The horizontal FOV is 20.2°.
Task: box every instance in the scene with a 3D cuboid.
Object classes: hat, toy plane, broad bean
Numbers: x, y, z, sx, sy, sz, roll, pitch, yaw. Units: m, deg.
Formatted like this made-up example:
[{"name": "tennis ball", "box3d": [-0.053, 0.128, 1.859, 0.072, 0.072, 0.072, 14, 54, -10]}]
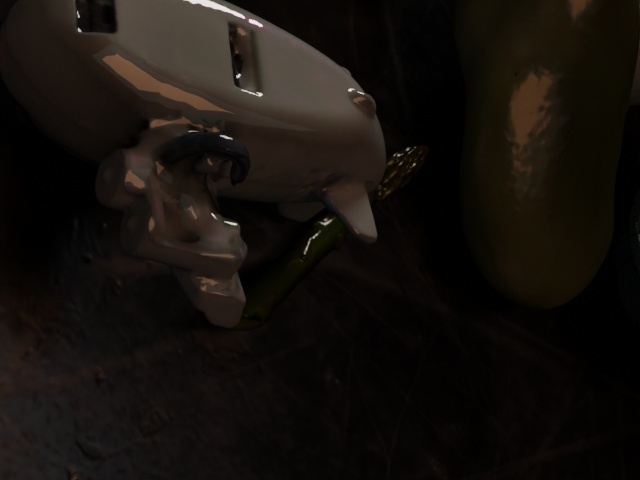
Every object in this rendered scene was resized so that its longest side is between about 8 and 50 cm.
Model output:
[{"name": "hat", "box3d": [0.267, 0.031, 1.376, 0.138, 0.078, 0.191, 53, 31, -33]}, {"name": "toy plane", "box3d": [-0.068, -0.075, 1.036, 0.267, 0.122, 0.267, 28, 43, -30]}, {"name": "broad bean", "box3d": [0.155, -0.085, 1.268, 0.189, 0.121, 0.263, -6, 105, -59]}]

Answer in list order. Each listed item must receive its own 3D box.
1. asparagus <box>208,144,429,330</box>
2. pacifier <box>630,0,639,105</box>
[{"name": "asparagus", "box3d": [0.000, -0.001, 1.150, 0.027, 0.034, 0.236, 56, 47, -10]}, {"name": "pacifier", "box3d": [0.288, -0.193, 1.388, 0.226, 0.238, 0.287, -36, 138, -11]}]
